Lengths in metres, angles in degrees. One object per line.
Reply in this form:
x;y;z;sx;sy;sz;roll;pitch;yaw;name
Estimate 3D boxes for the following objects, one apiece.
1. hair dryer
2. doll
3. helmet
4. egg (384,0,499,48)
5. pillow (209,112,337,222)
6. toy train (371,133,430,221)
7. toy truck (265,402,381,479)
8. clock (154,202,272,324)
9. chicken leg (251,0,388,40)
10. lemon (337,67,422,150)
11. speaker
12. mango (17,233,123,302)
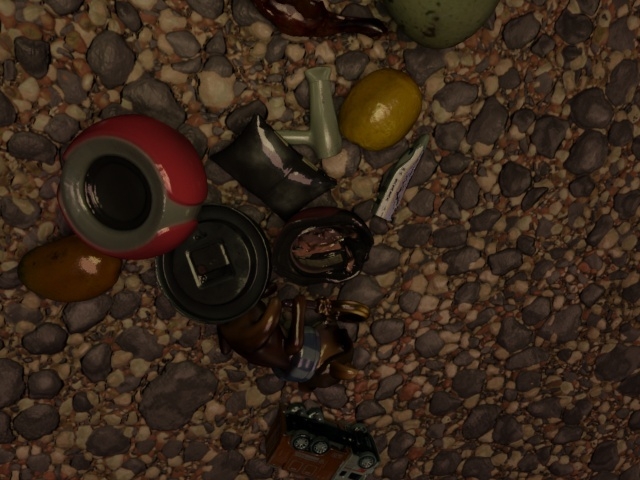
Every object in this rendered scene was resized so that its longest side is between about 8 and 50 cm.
-0.076;-0.281;1.196;0.238;0.075;0.206;-10;102;-2;hair dryer
-0.068;0.238;1.298;0.340;0.209;0.318;28;131;-18;doll
0.000;0.000;1.239;0.254;0.154;0.198;11;116;-20;helmet
0.250;-0.590;1.048;0.288;0.287;0.379;-14;124;-9;egg
-0.109;-0.157;1.181;0.250;0.106;0.186;38;130;-20;pillow
0.201;-0.164;1.295;0.051;0.052;0.233;22;101;-14;toy train
0.002;0.582;1.442;0.306;0.136;0.162;24;107;-17;toy truck
-0.245;0.052;1.192;0.281;0.055;0.280;1;93;12;clock
-0.039;-0.511;1.111;0.407;0.096;0.157;22;81;-21;chicken leg
0.138;-0.298;1.178;0.207;0.170;0.170;-46;111;2;lemon
-0.380;-0.100;1.060;0.295;0.294;0.293;-4;108;-12;speaker
-0.551;0.065;1.152;0.221;0.120;0.151;-20;108;1;mango
